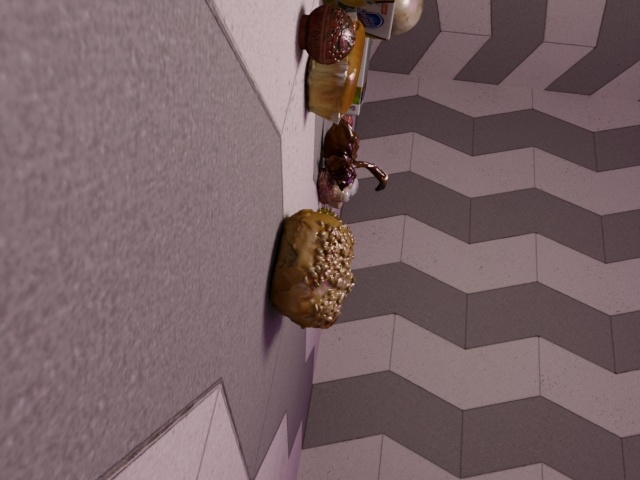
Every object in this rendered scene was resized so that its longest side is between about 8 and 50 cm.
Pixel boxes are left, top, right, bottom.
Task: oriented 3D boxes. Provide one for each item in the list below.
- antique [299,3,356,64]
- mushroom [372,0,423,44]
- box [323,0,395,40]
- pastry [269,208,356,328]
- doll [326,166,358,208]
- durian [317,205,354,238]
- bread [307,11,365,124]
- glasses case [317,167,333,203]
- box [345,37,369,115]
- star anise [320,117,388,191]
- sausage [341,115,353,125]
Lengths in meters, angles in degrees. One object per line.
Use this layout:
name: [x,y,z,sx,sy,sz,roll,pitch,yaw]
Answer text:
antique: [0.015,-0.364,0.783,0.104,0.104,0.104,8,90,-85]
mushroom: [0.208,-0.859,1.610,0.290,0.297,0.297,-45,177,4]
box: [0.096,-0.568,1.028,0.265,0.168,0.097,-60,161,-82]
pastry: [-0.005,0.062,0.950,0.311,0.162,0.255,-42,138,-85]
doll: [0.070,-0.239,1.627,0.278,0.119,0.154,79,34,-58]
durian: [0.033,-0.041,1.594,0.260,0.154,0.186,-91,162,-69]
bread: [0.037,-0.390,0.978,0.136,0.107,0.241,97,4,-56]
glasses case: [0.021,-0.184,1.487,0.194,0.049,0.073,82,16,-74]
box: [0.103,-0.580,1.418,0.200,0.107,0.299,-71,168,-56]
star anise: [0.104,-0.257,1.429,0.346,0.148,0.237,40,38,-37]
sausage: [0.117,-0.532,1.975,0.094,0.059,0.054,16,82,-86]
